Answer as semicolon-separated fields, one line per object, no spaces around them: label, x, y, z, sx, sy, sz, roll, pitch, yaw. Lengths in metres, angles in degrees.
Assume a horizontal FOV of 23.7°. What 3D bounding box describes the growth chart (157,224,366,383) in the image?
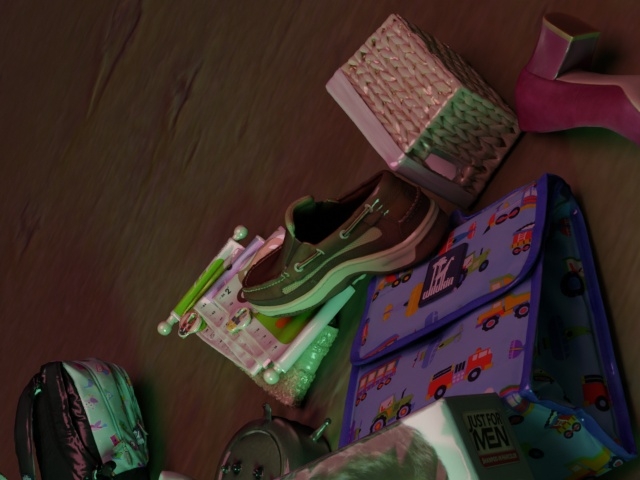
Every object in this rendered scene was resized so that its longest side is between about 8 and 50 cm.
growth chart;-0.060;0.058;1.586;0.237;0.021;0.172;21;73;52

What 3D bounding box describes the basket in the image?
basket;0.101;-0.128;1.461;0.103;0.113;0.167;-52;40;15

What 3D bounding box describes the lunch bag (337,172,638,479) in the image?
lunch bag;0.136;0.086;1.323;0.221;0.138;0.293;-35;35;34

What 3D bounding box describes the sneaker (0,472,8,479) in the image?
sneaker;-0.337;0.342;1.643;0.106;0.290;0.123;-39;42;-17

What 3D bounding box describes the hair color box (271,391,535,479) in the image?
hair color box;0.106;0.316;1.093;0.185;0.113;0.374;-29;73;23

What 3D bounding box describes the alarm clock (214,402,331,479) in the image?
alarm clock;-0.056;0.257;1.496;0.129;0.064;0.192;5;79;51

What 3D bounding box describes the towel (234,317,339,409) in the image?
towel;-0.043;0.103;1.584;0.148;0.027;0.110;35;101;52

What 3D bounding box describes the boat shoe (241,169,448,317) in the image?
boat shoe;0.003;-0.006;1.454;0.257;0.095;0.095;-26;30;41

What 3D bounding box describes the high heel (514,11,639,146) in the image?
high heel;0.253;-0.094;1.310;0.244;0.082;0.117;41;133;38

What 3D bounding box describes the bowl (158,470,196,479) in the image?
bowl;-0.137;0.312;1.533;0.142;0.053;0.142;107;159;-56

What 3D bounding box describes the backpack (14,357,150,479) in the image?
backpack;-0.263;0.221;1.703;0.152;0.115;0.182;-33;66;34
